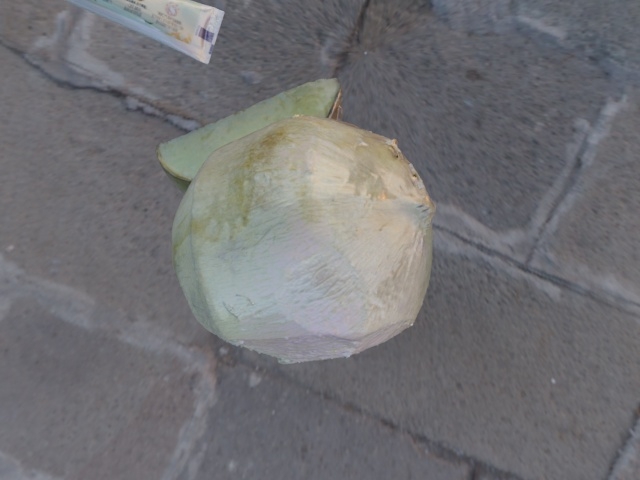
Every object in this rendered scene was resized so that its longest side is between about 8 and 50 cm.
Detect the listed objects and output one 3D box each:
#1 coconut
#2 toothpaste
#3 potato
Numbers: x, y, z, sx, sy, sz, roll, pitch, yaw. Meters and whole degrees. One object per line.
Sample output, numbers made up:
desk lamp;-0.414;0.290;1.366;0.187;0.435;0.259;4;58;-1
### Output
coconut;-0.002;-0.001;0.790;0.194;0.194;0.194;0;100;2
toothpaste;-0.280;-0.323;1.431;0.314;0.056;0.058;19;124;-20
potato;-0.051;-0.081;1.527;0.269;0.255;0.112;-19;61;13
